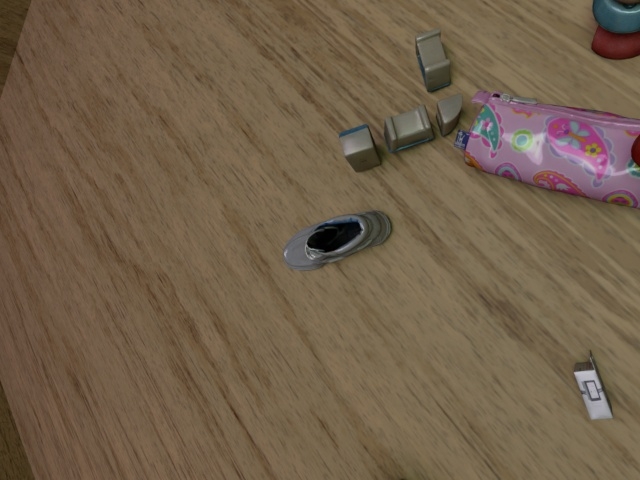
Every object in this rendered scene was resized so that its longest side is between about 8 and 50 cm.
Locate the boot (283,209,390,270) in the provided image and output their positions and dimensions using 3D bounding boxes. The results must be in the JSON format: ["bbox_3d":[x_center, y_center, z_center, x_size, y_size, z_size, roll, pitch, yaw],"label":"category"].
[{"bbox_3d":[0.000,0.000,0.785,0.258,0.123,0.095,-22,79,32],"label":"boot"}]

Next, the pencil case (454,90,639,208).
[{"bbox_3d":[0.344,-0.128,0.557,0.284,0.124,0.124,25,104,30],"label":"pencil case"}]

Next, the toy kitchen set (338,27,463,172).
[{"bbox_3d":[0.130,-0.241,0.720,0.206,0.122,0.166,-16,82,12],"label":"toy kitchen set"}]

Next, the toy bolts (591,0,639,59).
[{"bbox_3d":[0.450,-0.305,0.459,0.228,0.158,0.219,20,102,31],"label":"toy bolts"}]

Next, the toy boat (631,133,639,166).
[{"bbox_3d":[0.460,-0.011,0.393,0.318,0.148,0.268,28,109,-14],"label":"toy boat"}]

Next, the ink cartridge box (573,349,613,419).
[{"bbox_3d":[0.388,0.205,0.580,0.028,0.048,0.084,-21,79,32],"label":"ink cartridge box"}]

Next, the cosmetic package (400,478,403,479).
[{"bbox_3d":[0.123,0.507,0.646,0.127,0.238,0.107,30,97,31],"label":"cosmetic package"}]
